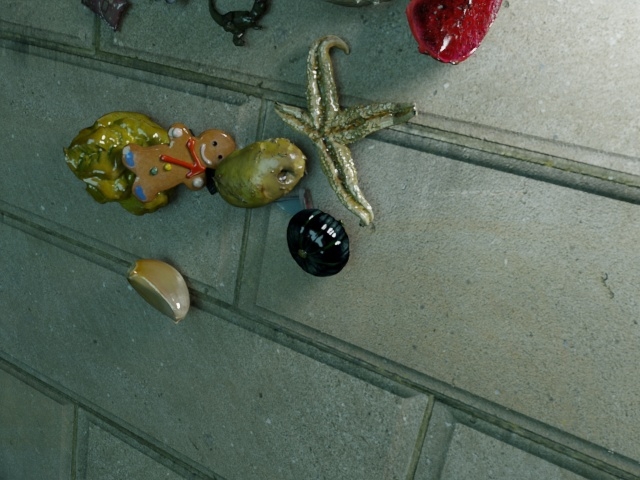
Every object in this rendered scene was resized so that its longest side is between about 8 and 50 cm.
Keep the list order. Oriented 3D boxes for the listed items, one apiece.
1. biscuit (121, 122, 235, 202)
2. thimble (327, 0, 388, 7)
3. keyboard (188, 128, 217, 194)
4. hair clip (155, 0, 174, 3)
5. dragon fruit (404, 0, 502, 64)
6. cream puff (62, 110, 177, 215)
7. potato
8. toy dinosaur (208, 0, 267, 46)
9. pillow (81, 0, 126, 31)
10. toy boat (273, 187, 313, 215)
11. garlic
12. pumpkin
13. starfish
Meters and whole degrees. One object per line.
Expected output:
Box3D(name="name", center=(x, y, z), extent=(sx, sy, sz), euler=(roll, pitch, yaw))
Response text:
Box3D(name="biscuit", center=(-0.401, -0.231, 1.642), extent=(0.323, 0.049, 0.206), euler=(-16, 116, -7))
Box3D(name="thimble", center=(0.060, -0.674, 1.289), extent=(0.291, 0.195, 0.292), euler=(13, 111, 36))
Box3D(name="keyboard", center=(-0.363, -0.238, 1.737), extent=(0.061, 0.013, 0.205), euler=(-34, 84, 30))
Box3D(name="hair clip", center=(-0.438, -0.793, 1.624), extent=(0.146, 0.075, 0.257), euler=(-18, 88, 35))
Box3D(name="dragon fruit", center=(0.282, -0.525, 1.273), extent=(0.211, 0.134, 0.262), euler=(39, 101, 28))
Box3D(name="cream puff", center=(-0.607, -0.228, 1.736), extent=(0.291, 0.257, 0.325), euler=(-25, 89, 34))
Box3D(name="potato", center=(-0.171, -0.180, 1.574), extent=(0.300, 0.140, 0.173), euler=(-16, 89, 34))
Box3D(name="toy dinosaur", center=(-0.216, -0.629, 1.569), extent=(0.187, 0.087, 0.179), euler=(-15, 57, 15))
Box3D(name="pillow", center=(-0.669, -0.740, 1.772), extent=(0.185, 0.043, 0.118), euler=(45, 124, 16))
Box3D(name="toy boat", center=(-0.079, -0.098, 1.612), extent=(0.122, 0.034, 0.096), euler=(-3, 107, 37))
Box3D(name="garlic", center=(-0.508, 0.164, 1.821), extent=(0.245, 0.164, 0.145), euler=(43, 100, 7))
Box3D(name="pumpkin", center=(-0.009, 0.008, 1.524), extent=(0.194, 0.150, 0.194), euler=(7, 107, 25))
Box3D(name="starfish", center=(0.074, -0.290, 1.450), extent=(0.324, 0.082, 0.432), euler=(-45, 74, 25))
